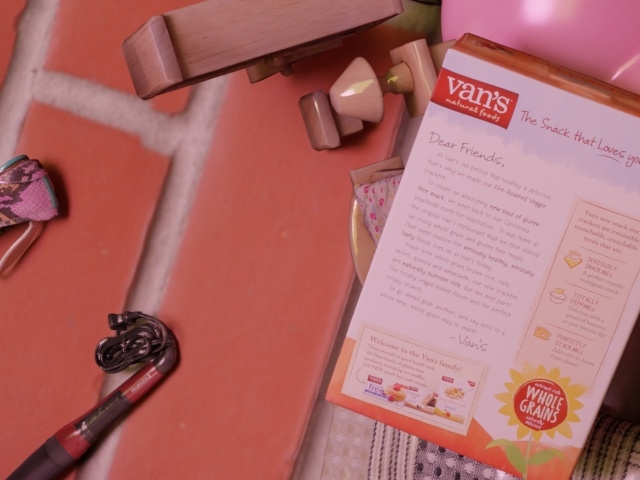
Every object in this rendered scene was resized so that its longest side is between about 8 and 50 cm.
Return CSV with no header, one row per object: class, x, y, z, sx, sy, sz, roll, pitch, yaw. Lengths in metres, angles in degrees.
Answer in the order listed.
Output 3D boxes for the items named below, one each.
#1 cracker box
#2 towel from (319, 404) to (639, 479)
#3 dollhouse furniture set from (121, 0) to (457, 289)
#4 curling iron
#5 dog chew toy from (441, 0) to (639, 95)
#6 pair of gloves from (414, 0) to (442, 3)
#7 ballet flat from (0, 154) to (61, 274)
cracker box,0.115,0.013,1.005,0.155,0.067,0.232,22,110,7
towel,0.101,0.260,1.201,0.312,0.056,0.324,14,92,35
dollhouse furniture set,0.000,0.000,1.193,0.303,0.174,0.355,179,74,-75
curling iron,-0.215,0.160,1.441,0.274,0.035,0.068,-48,56,18
dog chew toy,0.225,-0.085,1.085,0.206,0.206,0.332,-43,70,22
pair of gloves,0.088,-0.222,1.303,0.074,0.010,0.083,9,92,33
ballet flat,-0.317,0.005,1.516,0.221,0.077,0.079,-30,87,27
